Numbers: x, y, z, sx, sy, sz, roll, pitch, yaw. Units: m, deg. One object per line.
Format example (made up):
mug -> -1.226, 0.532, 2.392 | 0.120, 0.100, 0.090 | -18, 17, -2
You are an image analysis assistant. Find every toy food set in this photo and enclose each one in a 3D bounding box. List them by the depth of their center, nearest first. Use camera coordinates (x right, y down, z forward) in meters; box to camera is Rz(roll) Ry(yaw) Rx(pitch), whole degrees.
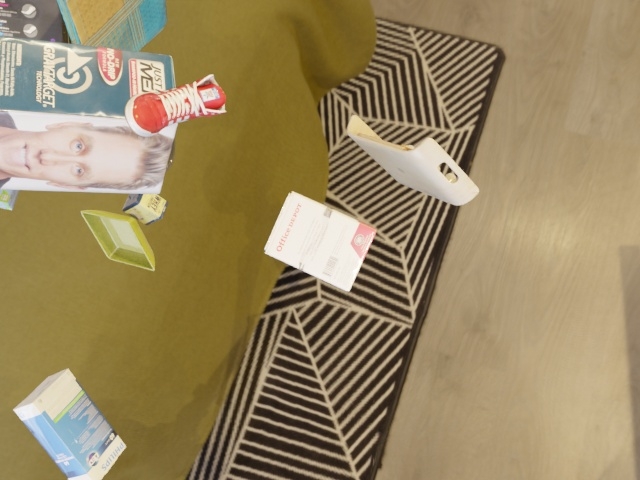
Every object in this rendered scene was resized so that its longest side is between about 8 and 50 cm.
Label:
toy food set -> 0.221, -0.208, 1.387 | 0.092, 0.219, 0.306 | -55, 37, -2

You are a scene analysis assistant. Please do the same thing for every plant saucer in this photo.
plant saucer -> -0.556, -0.011, 1.601 | 0.188, 0.188, 0.045 | 11, 47, 27

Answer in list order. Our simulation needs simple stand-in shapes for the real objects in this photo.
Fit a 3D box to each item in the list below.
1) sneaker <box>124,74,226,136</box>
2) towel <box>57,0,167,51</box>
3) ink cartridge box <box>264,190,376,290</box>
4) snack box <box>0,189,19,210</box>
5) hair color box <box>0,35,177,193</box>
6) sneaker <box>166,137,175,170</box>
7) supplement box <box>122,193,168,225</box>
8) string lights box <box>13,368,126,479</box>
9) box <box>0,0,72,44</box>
sneaker -> -0.136, -0.134, 0.560 | 0.067, 0.118, 0.042 | -11, 108, 20
towel -> -0.420, -0.505, 1.165 | 0.040, 0.370, 0.271 | 32, 68, 5
ink cartridge box -> 0.000, 0.000, 1.329 | 0.218, 0.092, 0.159 | 25, 95, 2
snack box -> -1.019, -0.202, 1.724 | 0.207, 0.070, 0.175 | 13, 68, -13
hair color box -> -0.358, -0.142, 0.672 | 0.347, 0.174, 0.105 | -1, 66, -23
sneaker -> -0.523, -0.311, 1.658 | 0.123, 0.178, 0.296 | -10, 80, -37
supplement box -> -0.482, -0.094, 1.570 | 0.083, 0.083, 0.056 | -18, 48, 40
string lights box -> -0.604, 0.461, 1.391 | 0.076, 0.133, 0.260 | -22, 106, 23
box -> -0.609, -0.458, 1.214 | 0.143, 0.165, 0.270 | 1, 112, -14
